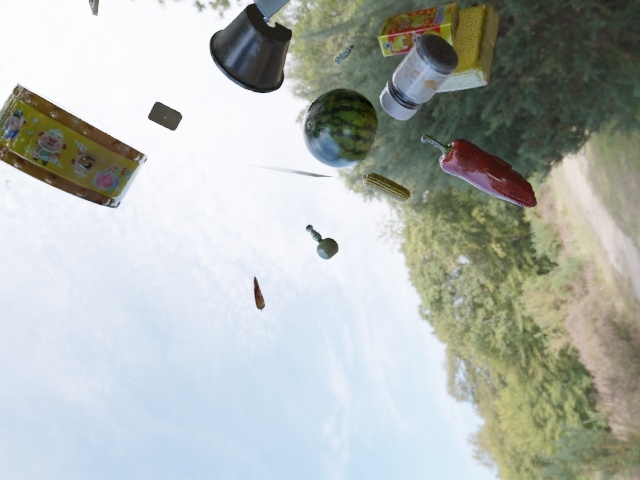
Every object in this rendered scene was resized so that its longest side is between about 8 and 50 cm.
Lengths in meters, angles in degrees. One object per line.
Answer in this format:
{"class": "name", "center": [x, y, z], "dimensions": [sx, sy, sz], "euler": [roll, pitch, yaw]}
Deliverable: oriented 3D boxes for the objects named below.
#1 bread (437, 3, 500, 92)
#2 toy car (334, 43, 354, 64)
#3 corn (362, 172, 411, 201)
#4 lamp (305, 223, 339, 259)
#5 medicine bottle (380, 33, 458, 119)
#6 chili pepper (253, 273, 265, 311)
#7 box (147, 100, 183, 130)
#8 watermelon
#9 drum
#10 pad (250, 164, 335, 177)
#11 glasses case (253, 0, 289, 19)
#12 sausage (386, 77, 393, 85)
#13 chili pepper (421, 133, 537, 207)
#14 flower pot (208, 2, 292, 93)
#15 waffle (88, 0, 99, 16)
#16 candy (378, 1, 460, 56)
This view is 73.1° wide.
{"class": "bread", "center": [0.593, -0.832, 1.895], "dimensions": [0.143, 0.333, 0.323], "euler": [16, -94, -47]}
{"class": "toy car", "center": [0.118, -0.895, 2.072], "dimensions": [0.035, 0.122, 0.059], "euler": [51, -138, -18]}
{"class": "corn", "center": [0.304, -0.246, 1.992], "dimensions": [0.080, 0.238, 0.080], "euler": [25, -90, -87]}
{"class": "lamp", "center": [0.000, 0.000, 1.697], "dimensions": [0.163, 0.091, 0.091], "euler": [49, -155, 7]}
{"class": "medicine bottle", "center": [0.344, -0.573, 1.538], "dimensions": [0.165, 0.273, 0.164], "euler": [11, -120, -20]}
{"class": "chili pepper", "center": [-0.287, 0.241, 1.967], "dimensions": [0.045, 0.027, 0.177], "euler": [-12, -91, -27]}
{"class": "box", "center": [-0.651, -0.523, 1.813], "dimensions": [0.126, 0.091, 0.031], "euler": [22, -151, -33]}
{"class": "watermelon", "center": [0.073, -0.407, 1.576], "dimensions": [0.285, 0.286, 0.284], "euler": [40, -138, -50]}
{"class": "drum", "center": [-0.782, -0.285, 1.358], "dimensions": [0.431, 0.431, 0.214], "euler": [31, -92, -55]}
{"class": "pad", "center": [-0.135, -0.348, 2.182], "dimensions": [0.248, 0.368, 0.007], "euler": [-19, -61, -64]}
{"class": "glasses case", "center": [-0.129, -0.956, 1.607], "dimensions": [0.105, 0.266, 0.056], "euler": [49, -179, -44]}
{"class": "sausage", "center": [0.361, -0.743, 2.072], "dimensions": [0.094, 0.058, 0.054], "euler": [7, -154, -38]}
{"class": "chili pepper", "center": [0.471, -0.209, 1.276], "dimensions": [0.388, 0.110, 0.110], "euler": [30, -145, -1]}
{"class": "flower pot", "center": [-0.287, -0.881, 1.937], "dimensions": [0.380, 0.251, 0.378], "euler": [17, -123, -28]}
{"class": "waffle", "center": [-0.763, -0.840, 1.455], "dimensions": [0.021, 0.135, 0.092], "euler": [-14, -106, -36]}
{"class": "candy", "center": [0.371, -0.793, 1.630], "dimensions": [0.088, 0.276, 0.146], "euler": [59, -136, -47]}
